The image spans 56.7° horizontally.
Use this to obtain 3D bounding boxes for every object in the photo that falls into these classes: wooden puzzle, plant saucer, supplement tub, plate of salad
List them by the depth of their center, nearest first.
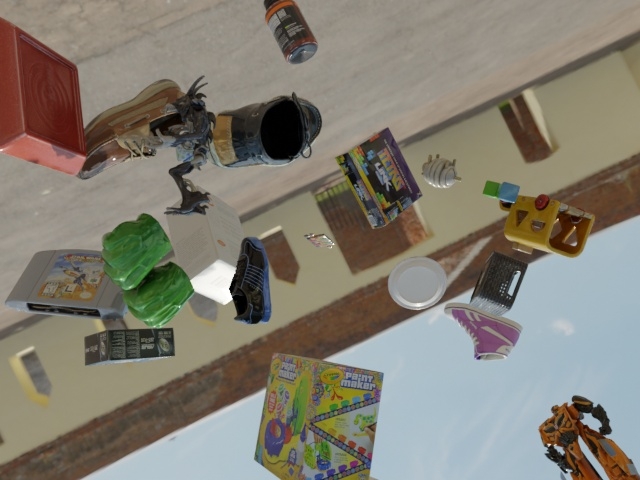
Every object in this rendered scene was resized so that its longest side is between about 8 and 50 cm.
[{"bbox_3d":[-0.537,-0.275,1.151,0.048,0.258,0.259,-9,174,9],"label":"plant saucer"},{"bbox_3d":[0.000,0.000,1.431,0.049,0.006,0.083,-11,148,29],"label":"wooden puzzle"},{"bbox_3d":[-0.091,-0.611,1.693,0.106,0.197,0.106,-25,169,-5],"label":"supplement tub"},{"bbox_3d":[0.329,0.142,2.025,0.200,0.199,0.048,-26,-160,11],"label":"plate of salad"}]

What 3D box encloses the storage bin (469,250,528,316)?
[{"bbox_3d":[0.429,0.108,1.444,0.180,0.084,0.122,61,53,-74],"label":"storage bin"}]

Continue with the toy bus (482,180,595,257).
[{"bbox_3d":[0.390,-0.028,1.087,0.191,0.104,0.202,19,-177,24],"label":"toy bus"}]

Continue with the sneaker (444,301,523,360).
[{"bbox_3d":[0.517,0.312,2.003,0.282,0.102,0.161,17,-111,43],"label":"sneaker"}]

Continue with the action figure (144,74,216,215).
[{"bbox_3d":[-0.282,-0.191,1.190,0.141,0.275,0.164,1,178,-11],"label":"action figure"}]

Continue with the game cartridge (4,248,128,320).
[{"bbox_3d":[-0.626,0.107,1.533,0.298,0.198,0.062,5,138,2],"label":"game cartridge"}]

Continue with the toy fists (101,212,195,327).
[{"bbox_3d":[-0.389,0.076,1.309,0.096,0.279,0.142,16,-131,31],"label":"toy fists"}]

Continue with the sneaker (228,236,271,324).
[{"bbox_3d":[-0.183,0.095,1.476,0.091,0.232,0.081,7,153,-39],"label":"sneaker"}]

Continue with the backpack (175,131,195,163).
[{"bbox_3d":[-0.442,-0.321,2.026,0.084,0.114,0.105,1,166,-44],"label":"backpack"}]

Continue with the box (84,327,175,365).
[{"bbox_3d":[-0.490,0.273,1.525,0.180,0.077,0.147,6,162,-43],"label":"box"}]

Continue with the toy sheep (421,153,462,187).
[{"bbox_3d":[0.333,-0.187,1.633,0.091,0.091,0.132,-26,-145,-28],"label":"toy sheep"}]

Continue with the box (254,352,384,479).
[{"bbox_3d":[-0.010,0.431,1.434,0.177,0.279,0.290,14,168,-23],"label":"box"}]

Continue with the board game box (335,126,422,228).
[{"bbox_3d":[0.126,-0.132,1.245,0.141,0.170,0.048,-37,-166,-35],"label":"board game box"}]

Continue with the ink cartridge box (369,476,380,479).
[{"bbox_3d":[0.077,0.780,1.655,0.168,0.171,0.232,-171,-75,-82],"label":"ink cartridge box"}]

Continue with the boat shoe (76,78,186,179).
[{"bbox_3d":[-0.427,-0.245,1.363,0.324,0.116,0.123,-43,164,-16],"label":"boat shoe"}]

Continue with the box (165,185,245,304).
[{"bbox_3d":[-0.381,0.016,2.064,0.168,0.345,0.215,-35,141,17],"label":"box"}]

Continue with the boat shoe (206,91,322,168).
[{"bbox_3d":[-0.098,-0.278,1.512,0.156,0.186,0.500,-2,-166,26],"label":"boat shoe"}]

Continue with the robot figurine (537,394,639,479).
[{"bbox_3d":[0.650,0.526,1.449,0.085,0.291,0.211,10,125,-33],"label":"robot figurine"}]
